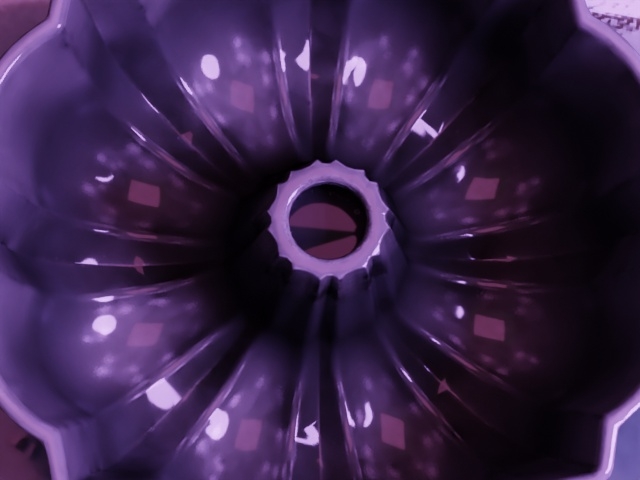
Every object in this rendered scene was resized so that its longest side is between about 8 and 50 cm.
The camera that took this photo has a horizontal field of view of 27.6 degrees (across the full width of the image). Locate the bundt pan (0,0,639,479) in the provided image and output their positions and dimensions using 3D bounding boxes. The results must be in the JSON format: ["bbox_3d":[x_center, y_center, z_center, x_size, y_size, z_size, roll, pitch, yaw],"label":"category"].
[{"bbox_3d":[0.000,0.000,0.632,0.330,0.124,0.331,0,80,-3],"label":"bundt pan"}]

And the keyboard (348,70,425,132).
[{"bbox_3d":[0.030,-0.100,0.733,0.192,0.038,0.100,-25,76,-14],"label":"keyboard"}]
